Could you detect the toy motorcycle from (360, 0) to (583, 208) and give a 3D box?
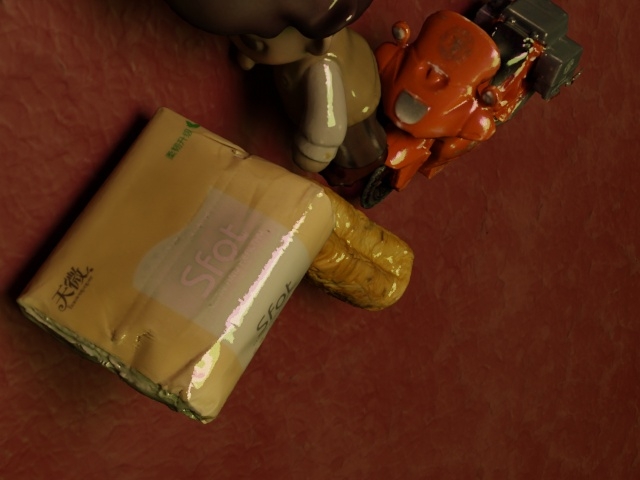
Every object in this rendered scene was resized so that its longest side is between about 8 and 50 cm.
[{"bbox_3d":[0.158,-0.170,1.219,0.325,0.147,0.221,-40,161,-36],"label":"toy motorcycle"}]

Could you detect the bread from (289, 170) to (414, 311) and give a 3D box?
[{"bbox_3d":[0.000,0.000,1.133,0.211,0.114,0.083,34,79,-44],"label":"bread"}]

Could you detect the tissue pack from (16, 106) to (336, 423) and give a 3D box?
[{"bbox_3d":[-0.116,0.019,0.964,0.222,0.186,0.090,-55,166,-21],"label":"tissue pack"}]

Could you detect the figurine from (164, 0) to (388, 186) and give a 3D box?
[{"bbox_3d":[-0.041,-0.201,0.988,0.365,0.206,0.218,87,5,-54],"label":"figurine"}]
